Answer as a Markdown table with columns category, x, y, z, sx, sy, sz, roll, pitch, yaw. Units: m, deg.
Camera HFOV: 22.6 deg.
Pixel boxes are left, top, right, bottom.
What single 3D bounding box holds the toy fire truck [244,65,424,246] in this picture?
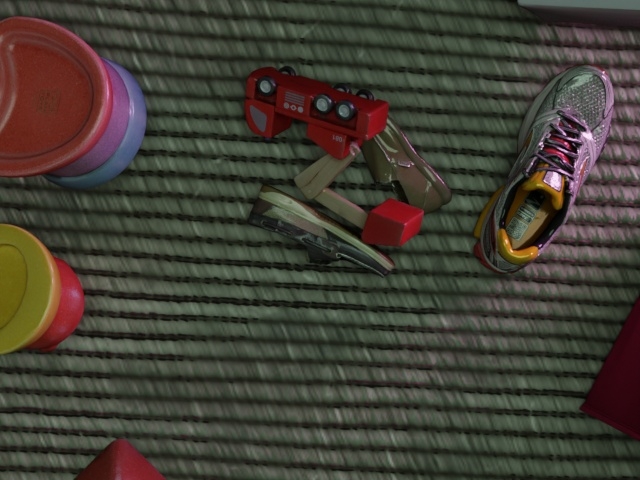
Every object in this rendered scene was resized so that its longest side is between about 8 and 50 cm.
| category | x | y | z | sx | sy | sz | roll | pitch | yaw |
| --- | --- | --- | --- | --- | --- | --- | --- | --- | --- |
| toy fire truck | 0.011 | -0.082 | 1.550 | 0.192 | 0.047 | 0.135 | 19 | 117 | 22 |

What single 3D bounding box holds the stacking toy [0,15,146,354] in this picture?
| category | x | y | z | sx | sy | sz | roll | pitch | yaw |
| --- | --- | --- | --- | --- | --- | --- | --- | --- | --- |
| stacking toy | -0.317 | -0.057 | 1.541 | 0.279 | 0.130 | 0.309 | 18 | 86 | 20 |

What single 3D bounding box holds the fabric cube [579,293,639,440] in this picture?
| category | x | y | z | sx | sy | sz | roll | pitch | yaw |
| --- | --- | --- | --- | --- | --- | --- | --- | --- | --- |
| fabric cube | 0.440 | 0.120 | 1.521 | 0.259 | 0.254 | 0.258 | 28 | 88 | -6 |

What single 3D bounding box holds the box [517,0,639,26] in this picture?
| category | x | y | z | sx | sy | sz | roll | pitch | yaw |
| --- | --- | --- | --- | --- | --- | --- | --- | --- | --- |
| box | 0.295 | -0.299 | 1.533 | 0.181 | 0.119 | 0.181 | 6 | 90 | 22 |

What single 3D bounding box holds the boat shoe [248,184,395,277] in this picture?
| category | x | y | z | sx | sy | sz | roll | pitch | yaw |
| --- | --- | --- | --- | --- | --- | --- | --- | --- | --- |
| boat shoe | 0.000 | 0.000 | 1.577 | 0.152 | 0.056 | 0.049 | 30 | 93 | 4 |

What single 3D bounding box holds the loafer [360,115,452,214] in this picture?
| category | x | y | z | sx | sy | sz | roll | pitch | yaw |
| --- | --- | --- | --- | --- | --- | --- | --- | --- | --- |
| loafer | 0.067 | -0.080 | 1.577 | 0.148 | 0.056 | 0.050 | 45 | 81 | -5 |

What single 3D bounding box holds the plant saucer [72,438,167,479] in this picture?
| category | x | y | z | sx | sy | sz | roll | pitch | yaw |
| --- | --- | --- | --- | --- | --- | --- | --- | --- | --- |
| plant saucer | -0.197 | 0.373 | 1.567 | 0.259 | 0.048 | 0.258 | -45 | 95 | -4 |

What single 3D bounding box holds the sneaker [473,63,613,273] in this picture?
| category | x | y | z | sx | sy | sz | roll | pitch | yaw |
| --- | --- | --- | --- | --- | --- | --- | --- | --- | --- |
| sneaker | 0.231 | -0.067 | 1.576 | 0.088 | 0.093 | 0.225 | 24 | 88 | -6 |
